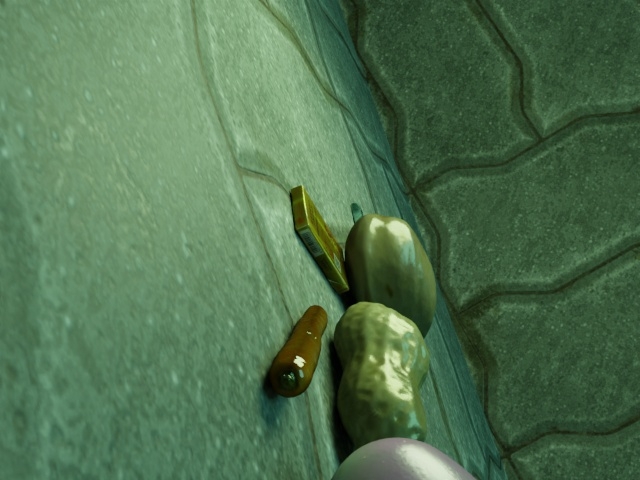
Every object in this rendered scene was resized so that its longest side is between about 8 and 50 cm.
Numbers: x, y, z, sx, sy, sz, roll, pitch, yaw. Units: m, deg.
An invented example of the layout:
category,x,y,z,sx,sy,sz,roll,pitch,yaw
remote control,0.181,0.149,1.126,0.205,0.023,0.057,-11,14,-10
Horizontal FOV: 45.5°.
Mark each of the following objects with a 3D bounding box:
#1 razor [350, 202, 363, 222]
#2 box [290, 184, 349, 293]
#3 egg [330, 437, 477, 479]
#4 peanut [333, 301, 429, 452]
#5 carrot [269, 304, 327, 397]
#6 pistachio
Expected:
category,x,y,z,sx,sy,sz,roll,pitch,yaw
razor,0.082,-0.011,1.488,0.066,0.033,0.190,59,11,-40
box,0.000,0.000,1.117,0.156,0.022,0.089,57,18,-44
egg,0.085,0.295,0.615,0.271,0.196,0.196,58,7,24
peanut,0.079,0.171,0.942,0.257,0.123,0.124,-95,160,-58
carrot,-0.017,0.110,0.820,0.248,0.043,0.043,-57,126,-77
pistachio,0.108,0.069,1.214,0.153,0.137,0.238,-43,124,-41
